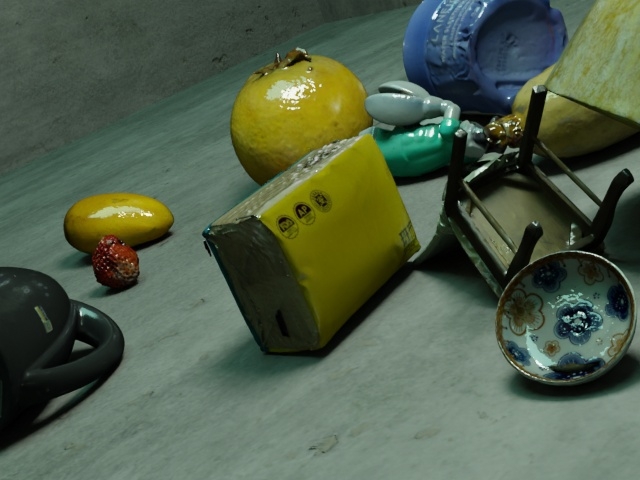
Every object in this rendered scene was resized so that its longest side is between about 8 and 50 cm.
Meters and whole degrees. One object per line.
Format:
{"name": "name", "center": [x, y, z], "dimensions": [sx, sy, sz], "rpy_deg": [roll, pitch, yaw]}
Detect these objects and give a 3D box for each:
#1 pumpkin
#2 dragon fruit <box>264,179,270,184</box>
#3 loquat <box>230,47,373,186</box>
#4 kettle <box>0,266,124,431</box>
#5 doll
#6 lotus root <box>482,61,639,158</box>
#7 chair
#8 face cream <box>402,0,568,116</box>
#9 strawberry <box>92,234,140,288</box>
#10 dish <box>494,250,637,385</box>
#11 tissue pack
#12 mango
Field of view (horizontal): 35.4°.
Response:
{"name": "pumpkin", "center": [0.447, -0.195, 1.155], "dimensions": [0.332, 0.199, 0.332], "rpy_deg": [23, 16, -7]}
{"name": "dragon fruit", "center": [-0.038, -0.070, 1.740], "dimensions": [0.126, 0.068, 0.112], "rpy_deg": [-6, 14, 8]}
{"name": "loquat", "center": [-0.036, -0.226, 1.874], "dimensions": [0.275, 0.274, 0.275], "rpy_deg": [-17, 19, 6]}
{"name": "kettle", "center": [-0.413, 0.142, 1.365], "dimensions": [0.269, 0.207, 0.290], "rpy_deg": [16, 18, 10]}
{"name": "doll", "center": [0.194, -0.180, 1.741], "dimensions": [0.258, 0.195, 0.153], "rpy_deg": [11, 62, 9]}
{"name": "lotus root", "center": [0.412, -0.210, 1.558], "dimensions": [0.343, 0.151, 0.169], "rpy_deg": [-27, 23, -10]}
{"name": "chair", "center": [0.232, -0.017, 1.229], "dimensions": [0.160, 0.319, 0.186], "rpy_deg": [-29, 64, -18]}
{"name": "face cream", "center": [0.319, -0.364, 1.926], "dimensions": [0.249, 0.248, 0.225], "rpy_deg": [-28, 22, -25]}
{"name": "strawberry", "center": [-0.347, 0.036, 1.700], "dimensions": [0.083, 0.096, 0.083], "rpy_deg": [-6, 22, 3]}
{"name": "dish", "center": [0.254, 0.089, 1.002], "dimensions": [0.141, 0.078, 0.141], "rpy_deg": [-16, 55, 25]}
{"name": "tissue pack", "center": [0.000, 0.000, 1.295], "dimensions": [0.134, 0.192, 0.271], "rpy_deg": [-14, 19, 41]}
{"name": "mango", "center": [-0.383, -0.033, 1.920], "dimensions": [0.220, 0.112, 0.145], "rpy_deg": [-3, 21, 10]}
